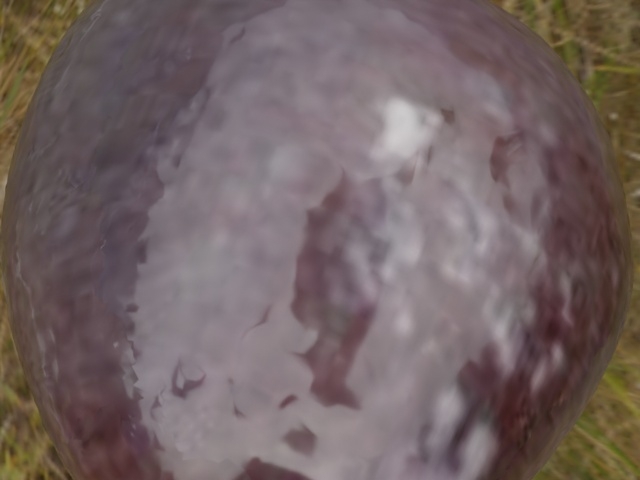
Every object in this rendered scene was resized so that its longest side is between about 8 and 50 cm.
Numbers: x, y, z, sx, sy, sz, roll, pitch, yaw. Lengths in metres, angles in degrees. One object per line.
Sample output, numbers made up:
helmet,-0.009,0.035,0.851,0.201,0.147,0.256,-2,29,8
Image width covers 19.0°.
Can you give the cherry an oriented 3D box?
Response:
cherry,0.000,0.000,0.639,0.213,0.183,0.266,23,56,-8
